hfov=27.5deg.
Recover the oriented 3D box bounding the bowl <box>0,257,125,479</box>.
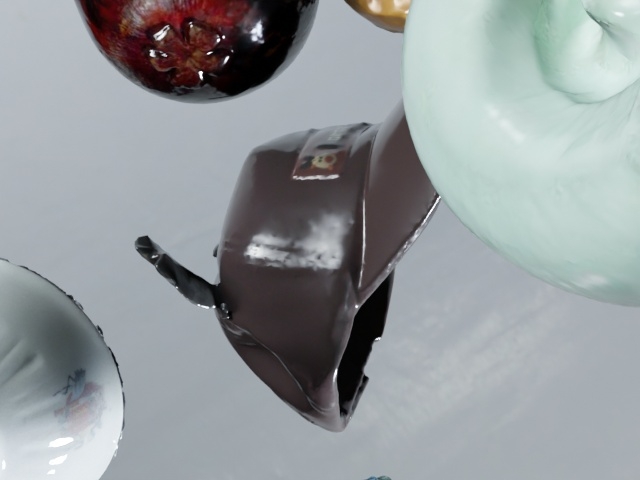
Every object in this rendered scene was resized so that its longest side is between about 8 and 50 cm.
[{"bbox_3d":[-0.222,0.109,0.805,0.189,0.086,0.189,3,109,10],"label":"bowl"}]

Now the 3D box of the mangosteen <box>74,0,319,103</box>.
[{"bbox_3d":[-0.094,-0.207,1.009,0.210,0.210,0.209,-14,134,-14],"label":"mangosteen"}]

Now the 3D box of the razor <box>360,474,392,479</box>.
[{"bbox_3d":[-0.001,0.183,0.885,0.135,0.040,0.068,-11,123,-40],"label":"razor"}]

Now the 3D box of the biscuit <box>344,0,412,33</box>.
[{"bbox_3d":[0.184,-0.291,0.970,0.349,0.455,0.078,-58,142,-12],"label":"biscuit"}]

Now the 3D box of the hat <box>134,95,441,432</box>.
[{"bbox_3d":[-0.016,-0.027,1.067,0.209,0.238,0.336,22,120,4],"label":"hat"}]

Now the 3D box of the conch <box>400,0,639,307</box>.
[{"bbox_3d":[0.124,-0.059,0.435,0.121,0.221,0.185,33,109,-35],"label":"conch"}]
